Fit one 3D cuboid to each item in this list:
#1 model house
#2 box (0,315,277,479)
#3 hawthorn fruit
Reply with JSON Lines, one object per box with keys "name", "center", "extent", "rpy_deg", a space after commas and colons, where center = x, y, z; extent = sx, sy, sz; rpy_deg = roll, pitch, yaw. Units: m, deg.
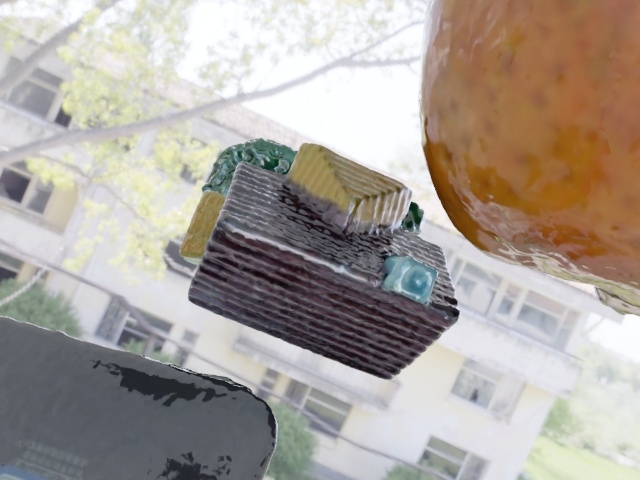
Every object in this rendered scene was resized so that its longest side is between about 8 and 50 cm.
{"name": "model house", "center": [0.000, 0.000, 0.845], "extent": [0.281, 0.230, 0.249], "rpy_deg": [21, -11, -8]}
{"name": "box", "center": [-0.244, 0.251, 0.683], "extent": [0.359, 0.350, 0.091], "rpy_deg": [13, -31, 9]}
{"name": "hawthorn fruit", "center": [0.306, -0.156, 0.690], "extent": [0.472, 0.471, 0.472], "rpy_deg": [24, 1, 0]}
